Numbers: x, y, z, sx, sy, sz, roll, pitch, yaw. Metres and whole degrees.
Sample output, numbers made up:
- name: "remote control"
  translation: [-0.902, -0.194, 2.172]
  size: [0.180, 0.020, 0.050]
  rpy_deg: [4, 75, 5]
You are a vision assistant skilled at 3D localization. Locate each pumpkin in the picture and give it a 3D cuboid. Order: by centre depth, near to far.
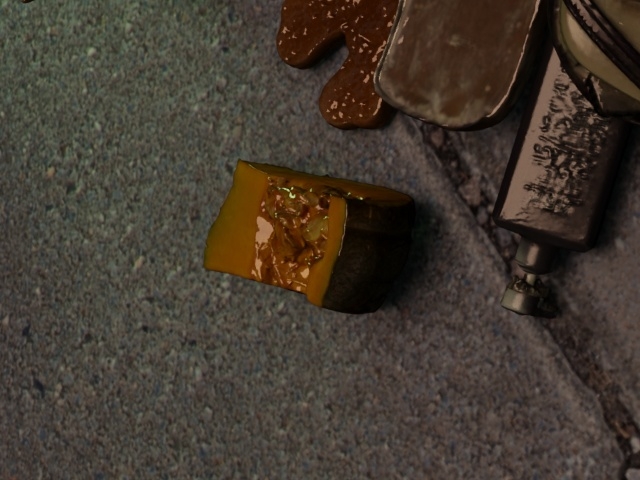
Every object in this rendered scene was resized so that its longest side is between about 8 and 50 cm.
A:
- name: "pumpkin"
  translation: [0.000, -0.001, 1.759]
  size: [0.248, 0.126, 0.131]
  rpy_deg: [24, 109, 53]

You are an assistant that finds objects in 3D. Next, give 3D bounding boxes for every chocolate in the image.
- name: "chocolate"
  translation: [0.156, -0.225, 1.645]
  size: [0.157, 0.080, 0.254]
  rpy_deg: [24, 101, 35]

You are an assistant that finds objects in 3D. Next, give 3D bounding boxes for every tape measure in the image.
- name: "tape measure"
  translation: [0.297, -0.192, 1.504]
  size: [0.231, 0.133, 0.271]
  rpy_deg: [10, 96, 5]

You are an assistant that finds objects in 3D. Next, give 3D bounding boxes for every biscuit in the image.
- name: "biscuit"
  translation: [0.082, -0.251, 1.759]
  size: [0.295, 0.044, 0.186]
  rpy_deg: [-44, 67, 24]

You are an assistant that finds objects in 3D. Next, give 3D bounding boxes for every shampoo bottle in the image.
- name: "shampoo bottle"
  translation: [0.227, -0.080, 1.619]
  size: [0.098, 0.071, 0.309]
  rpy_deg: [18, 96, 12]

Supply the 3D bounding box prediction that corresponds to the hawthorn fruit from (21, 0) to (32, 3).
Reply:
- name: "hawthorn fruit"
  translation: [-0.164, -0.384, 1.843]
  size: [0.263, 0.235, 0.231]
  rpy_deg: [128, 149, -62]
